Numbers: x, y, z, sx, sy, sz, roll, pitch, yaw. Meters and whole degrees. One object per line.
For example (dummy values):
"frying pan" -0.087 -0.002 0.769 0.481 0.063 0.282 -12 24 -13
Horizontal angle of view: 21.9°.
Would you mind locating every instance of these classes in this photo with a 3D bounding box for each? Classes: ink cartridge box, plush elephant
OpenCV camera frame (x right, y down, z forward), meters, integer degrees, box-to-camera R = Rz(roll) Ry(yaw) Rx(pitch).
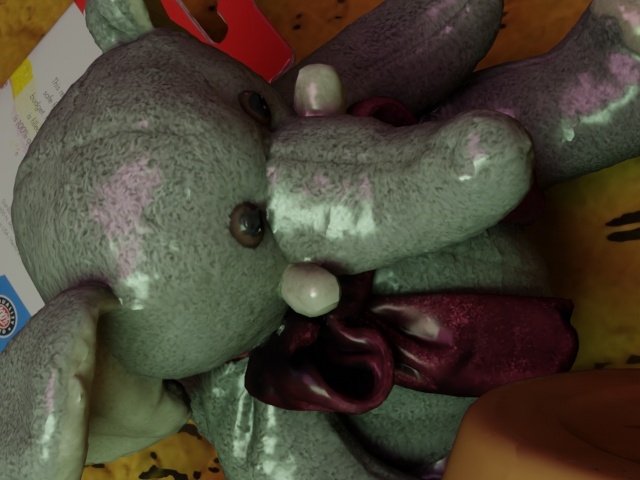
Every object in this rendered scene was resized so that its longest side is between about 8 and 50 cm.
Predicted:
"ink cartridge box" -0.101 -0.039 0.842 0.231 0.078 0.134 -46 59 15
"plush elephant" 0.000 0.000 0.623 0.330 0.255 0.272 -4 74 16

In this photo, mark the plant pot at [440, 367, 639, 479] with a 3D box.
"plant pot" 0.132 0.154 0.471 0.290 0.291 0.204 9 99 34
